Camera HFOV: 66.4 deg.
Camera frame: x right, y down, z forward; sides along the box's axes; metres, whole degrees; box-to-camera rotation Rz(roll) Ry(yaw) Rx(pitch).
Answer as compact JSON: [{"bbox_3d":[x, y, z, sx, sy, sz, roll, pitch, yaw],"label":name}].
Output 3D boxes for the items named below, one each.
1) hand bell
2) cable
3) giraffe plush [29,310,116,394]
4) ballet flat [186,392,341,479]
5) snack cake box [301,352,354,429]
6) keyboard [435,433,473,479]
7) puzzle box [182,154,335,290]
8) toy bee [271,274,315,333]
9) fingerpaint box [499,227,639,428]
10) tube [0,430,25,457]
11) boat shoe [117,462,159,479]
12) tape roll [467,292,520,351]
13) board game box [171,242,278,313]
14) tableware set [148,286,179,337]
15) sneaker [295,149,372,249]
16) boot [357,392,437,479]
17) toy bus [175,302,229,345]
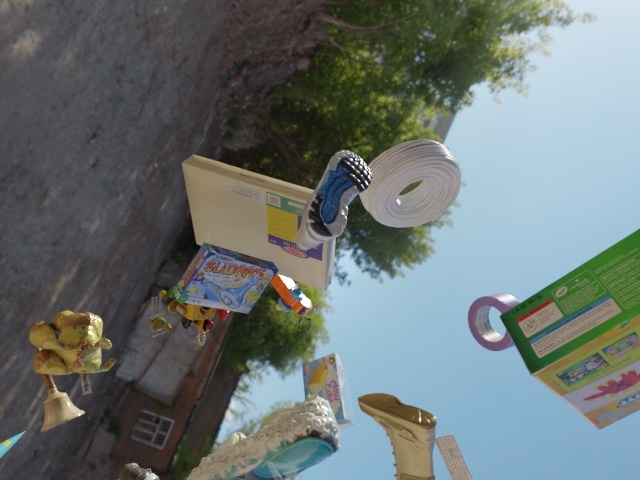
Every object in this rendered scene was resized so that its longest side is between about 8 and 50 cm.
[{"bbox_3d":[-0.829,0.445,1.505,0.242,0.126,0.126,67,-22,7],"label":"hand bell"},{"bbox_3d":[0.229,-0.136,1.246,0.257,0.257,0.089,73,-2,-53],"label":"cable"},{"bbox_3d":[-0.574,0.241,1.140,0.181,0.210,0.170,-27,165,-36],"label":"giraffe plush"},{"bbox_3d":[-0.128,0.443,1.008,0.409,0.147,0.147,-33,-157,17],"label":"ballet flat"},{"bbox_3d":[0.026,0.576,1.838,0.152,0.089,0.264,-26,-135,18],"label":"snack cake box"},{"bbox_3d":[0.477,0.793,1.689,0.072,0.256,0.014,-26,177,32],"label":"keyboard"},{"bbox_3d":[-0.153,-0.043,1.243,0.052,0.408,0.272,-53,155,-44],"label":"puzzle box"},{"bbox_3d":[-0.105,0.265,2.095,0.195,0.162,0.298,-23,-110,27],"label":"toy bee"},{"bbox_3d":[0.665,0.166,0.999,0.445,0.371,0.163,-39,-144,21],"label":"fingerpaint box"},{"bbox_3d":[-0.834,0.550,1.221,0.080,0.052,0.207,-27,-175,7],"label":"tube"},{"bbox_3d":[-0.391,0.538,1.033,0.081,0.068,0.228,-48,164,-49],"label":"boat shoe"},{"bbox_3d":[0.604,0.278,1.674,0.189,0.080,0.189,13,-75,55],"label":"tape roll"},{"bbox_3d":[-0.205,0.088,1.080,0.136,0.201,0.035,-54,-131,14],"label":"board game box"},{"bbox_3d":[-0.471,0.215,1.484,0.024,0.104,0.154,30,-57,37],"label":"tableware set"},{"bbox_3d":[0.011,-0.060,0.717,0.083,0.071,0.191,-42,-168,48],"label":"sneaker"},{"bbox_3d":[0.203,0.533,1.311,0.262,0.095,0.204,4,-78,50],"label":"boot"},{"bbox_3d":[-0.382,0.202,1.486,0.191,0.104,0.202,-34,-115,35],"label":"toy bus"}]
